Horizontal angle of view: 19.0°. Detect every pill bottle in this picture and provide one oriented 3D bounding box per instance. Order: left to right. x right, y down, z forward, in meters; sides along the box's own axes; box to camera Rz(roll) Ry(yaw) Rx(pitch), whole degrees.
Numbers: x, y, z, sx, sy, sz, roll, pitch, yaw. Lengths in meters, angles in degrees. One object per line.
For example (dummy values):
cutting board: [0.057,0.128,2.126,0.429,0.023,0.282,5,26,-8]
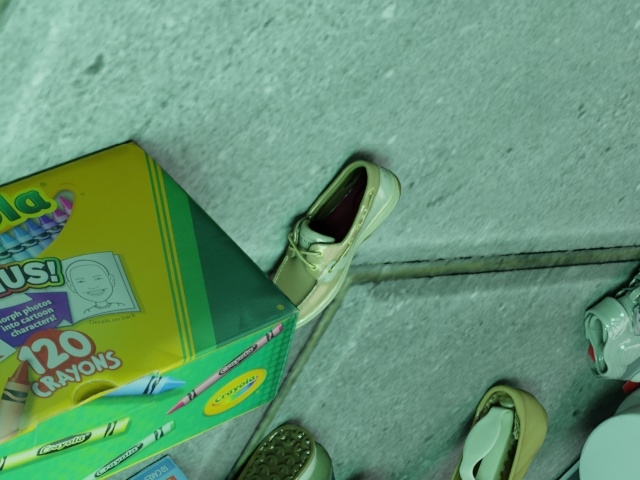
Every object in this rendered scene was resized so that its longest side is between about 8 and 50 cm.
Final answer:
pill bottle: [0.386,0.201,1.908,0.283,0.160,0.160,-17,141,-50]

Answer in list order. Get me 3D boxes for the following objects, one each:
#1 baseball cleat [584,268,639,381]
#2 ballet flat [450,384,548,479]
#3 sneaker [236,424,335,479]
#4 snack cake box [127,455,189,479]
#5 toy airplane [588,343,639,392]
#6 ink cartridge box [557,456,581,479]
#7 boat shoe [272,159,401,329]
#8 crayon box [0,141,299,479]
baseball cleat: [0.307,0.046,1.738,0.109,0.072,0.205,1,119,-32]
ballet flat: [0.131,0.233,1.705,0.073,0.080,0.232,46,61,-50]
sneaker: [-0.058,0.237,1.525,0.192,0.064,0.086,-47,146,-3]
snack cake box: [-0.170,0.293,1.370,0.264,0.152,0.089,-31,147,-24]
toy airplane: [0.318,0.094,1.853,0.151,0.028,0.151,-29,147,-22]
ink cartridge box: [0.275,0.310,2.051,0.208,0.045,0.206,-45,150,-1]
boat shoe: [0.000,0.000,1.326,0.135,0.050,0.045,-56,147,0]
crayon box: [-0.173,0.060,1.064,0.278,0.165,0.081,-23,144,-34]
